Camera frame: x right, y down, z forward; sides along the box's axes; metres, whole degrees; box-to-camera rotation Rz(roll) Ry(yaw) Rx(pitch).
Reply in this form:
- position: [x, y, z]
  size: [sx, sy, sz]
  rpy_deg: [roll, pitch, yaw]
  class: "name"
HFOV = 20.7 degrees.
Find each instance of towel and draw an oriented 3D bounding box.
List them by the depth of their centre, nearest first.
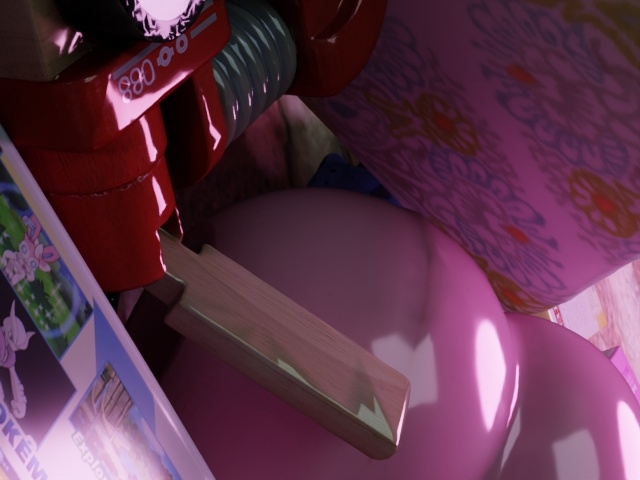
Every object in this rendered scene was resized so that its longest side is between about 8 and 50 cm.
- position: [0.066, -0.123, 0.875]
  size: [0.320, 0.374, 0.090]
  rpy_deg: [45, 73, 1]
  class: "towel"

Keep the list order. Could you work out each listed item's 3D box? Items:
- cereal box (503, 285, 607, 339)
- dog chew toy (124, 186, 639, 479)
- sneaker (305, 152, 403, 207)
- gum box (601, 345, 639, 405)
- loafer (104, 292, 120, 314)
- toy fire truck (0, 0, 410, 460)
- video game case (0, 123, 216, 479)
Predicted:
- position: [0.131, -0.007, 1.169]
  size: [0.240, 0.047, 0.173]
  rpy_deg: [-5, 75, -74]
  class: "cereal box"
- position: [0.063, 0.113, 0.849]
  size: [0.332, 0.206, 0.206]
  rpy_deg: [28, 46, -19]
  class: "dog chew toy"
- position: [0.000, 0.000, 1.018]
  size: [0.082, 0.069, 0.209]
  rpy_deg: [55, 32, 3]
  class: "sneaker"
- position: [0.176, 0.158, 1.182]
  size: [0.107, 0.062, 0.188]
  rpy_deg: [63, 33, -9]
  class: "gum box"
- position: [-0.122, 0.070, 0.773]
  size: [0.076, 0.078, 0.223]
  rpy_deg: [47, 38, -31]
  class: "loafer"
- position: [-0.032, -0.055, 0.695]
  size: [0.217, 0.158, 0.246]
  rpy_deg: [-47, 136, -45]
  class: "toy fire truck"
- position: [-0.129, 0.079, 0.499]
  size: [0.329, 0.036, 0.300]
  rpy_deg: [61, 25, -18]
  class: "video game case"
